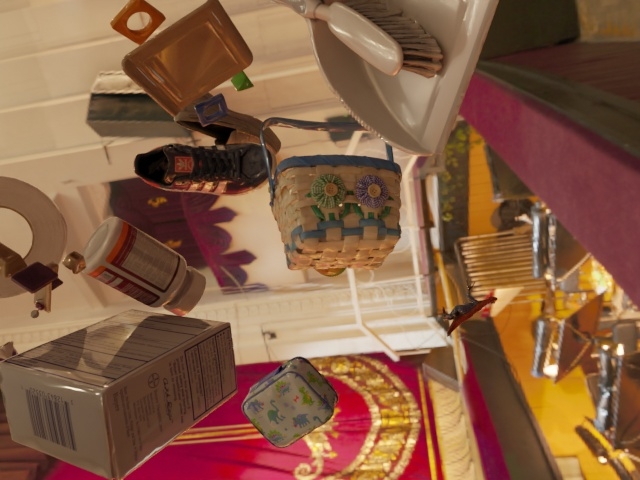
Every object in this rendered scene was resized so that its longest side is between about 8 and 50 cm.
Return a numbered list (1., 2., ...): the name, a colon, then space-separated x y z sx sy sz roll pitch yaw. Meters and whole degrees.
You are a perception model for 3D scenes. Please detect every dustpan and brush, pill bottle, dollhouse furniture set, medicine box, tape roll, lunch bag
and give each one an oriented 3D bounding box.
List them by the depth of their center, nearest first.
1. dustpan and brush: 0.019 -0.168 0.404 0.211 0.060 0.147 46 144 31
2. dollhouse furniture set: -0.389 0.043 0.699 0.091 0.114 0.081 -50 -12 -54
3. medicine box: -0.337 0.242 0.922 0.289 0.263 0.149 -23 -68 -58
4. pill bottle: -0.343 0.058 1.041 0.221 0.121 0.121 38 -144 -34
5. tape roll: -0.755 -0.007 1.250 0.100 0.286 0.286 -173 73 -66
6. lunch bag: -0.077 0.400 1.319 0.176 0.219 0.090 47 -156 -6

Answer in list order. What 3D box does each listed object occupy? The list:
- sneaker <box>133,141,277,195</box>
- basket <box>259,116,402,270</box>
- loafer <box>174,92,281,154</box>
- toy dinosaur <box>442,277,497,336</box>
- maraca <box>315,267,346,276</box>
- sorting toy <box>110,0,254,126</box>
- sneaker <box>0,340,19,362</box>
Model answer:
1. sneaker: -0.282 -0.173 1.254 0.148 0.349 0.131 10 -103 -72
2. basket: 0.029 -0.098 0.954 0.201 0.254 0.289 112 152 -57
3. loafer: -0.242 -0.285 1.387 0.319 0.112 0.112 22 -115 -35
4. toy dinosaur: 0.221 0.105 0.777 0.047 0.082 0.090 68 -162 -50
5. maraca: 0.000 0.000 1.225 0.099 0.127 0.186 -7 -127 -53
6. sorting toy: -0.233 -0.327 0.938 0.047 0.196 0.347 57 -176 19
7. sneaker: -0.728 0.278 1.224 0.170 0.068 0.071 -17 104 58
